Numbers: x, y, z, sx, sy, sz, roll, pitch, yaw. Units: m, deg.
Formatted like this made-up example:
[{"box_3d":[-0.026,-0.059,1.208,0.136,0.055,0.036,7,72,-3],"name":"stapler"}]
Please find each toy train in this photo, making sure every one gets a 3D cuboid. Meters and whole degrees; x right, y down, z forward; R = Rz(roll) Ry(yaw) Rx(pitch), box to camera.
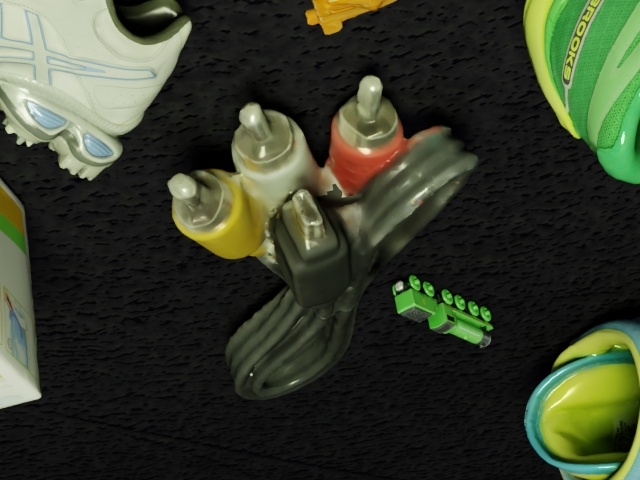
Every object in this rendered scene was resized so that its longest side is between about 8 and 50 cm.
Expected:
[{"box_3d":[0.069,0.041,0.957,0.017,0.023,0.083,-30,145,30],"name":"toy train"}]

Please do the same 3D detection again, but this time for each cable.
[{"box_3d":[0.000,0.000,0.862,0.139,0.072,0.287,-25,164,-9],"name":"cable"}]

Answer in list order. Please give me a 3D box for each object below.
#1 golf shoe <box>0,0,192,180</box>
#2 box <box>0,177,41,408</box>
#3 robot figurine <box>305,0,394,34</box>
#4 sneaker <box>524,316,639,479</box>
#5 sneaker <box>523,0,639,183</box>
[{"box_3d":[-0.122,-0.093,0.642,0.086,0.069,0.176,-46,143,16],"name":"golf shoe"},{"box_3d":[-0.207,-0.003,0.707,0.114,0.103,0.203,-16,150,9],"name":"box"},{"box_3d":[0.035,-0.176,0.508,0.211,0.085,0.291,-14,151,4],"name":"robot figurine"},{"box_3d":[0.224,0.134,1.076,0.208,0.127,0.319,-10,141,-6],"name":"sneaker"},{"box_3d":[0.226,-0.102,0.661,0.295,0.123,0.109,-24,148,21],"name":"sneaker"}]
